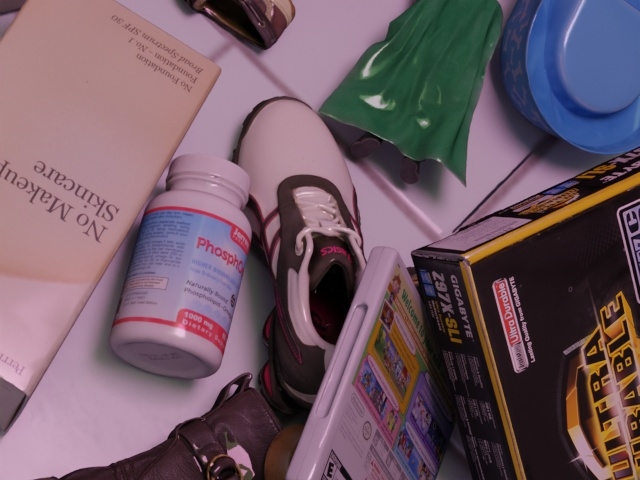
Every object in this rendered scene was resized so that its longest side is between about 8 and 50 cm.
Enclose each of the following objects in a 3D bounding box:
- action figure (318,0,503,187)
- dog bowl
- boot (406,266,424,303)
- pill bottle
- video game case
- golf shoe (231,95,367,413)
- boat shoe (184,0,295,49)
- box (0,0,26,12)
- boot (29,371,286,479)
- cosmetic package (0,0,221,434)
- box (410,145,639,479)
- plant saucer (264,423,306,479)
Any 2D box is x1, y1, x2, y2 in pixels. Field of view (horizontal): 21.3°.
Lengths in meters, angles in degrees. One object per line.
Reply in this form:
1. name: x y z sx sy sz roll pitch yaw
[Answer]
1. action figure: 0.099 -0.159 1.470 0.137 0.063 0.232 30 59 -6
2. dog bowl: 0.260 -0.218 1.496 0.166 0.074 0.297 30 81 -25
3. boot: 0.139 0.090 1.383 0.197 0.077 0.137 1 74 -19
4. pill bottle: -0.102 0.018 1.306 0.087 0.087 0.160 18 66 -13
5. video game case: 0.047 0.141 1.267 0.023 0.212 0.193 7 59 26
6. golf shoe: 0.000 0.000 1.338 0.105 0.120 0.273 -2 69 -19
7. boat shoe: -0.092 -0.215 1.423 0.152 0.056 0.049 30 57 -7
8. box: -0.262 -0.315 1.346 0.126 0.148 0.232 -18 76 -26
9. boot: -0.083 0.243 1.230 0.229 0.091 0.263 -16 83 -34
10. cosmetic package: -0.218 -0.033 1.272 0.160 0.113 0.309 30 61 -7
11. box: 0.228 0.111 1.329 0.257 0.079 0.322 -24 107 -29
12. plant saucer: -0.004 0.175 1.265 0.083 0.015 0.083 15 64 -35
